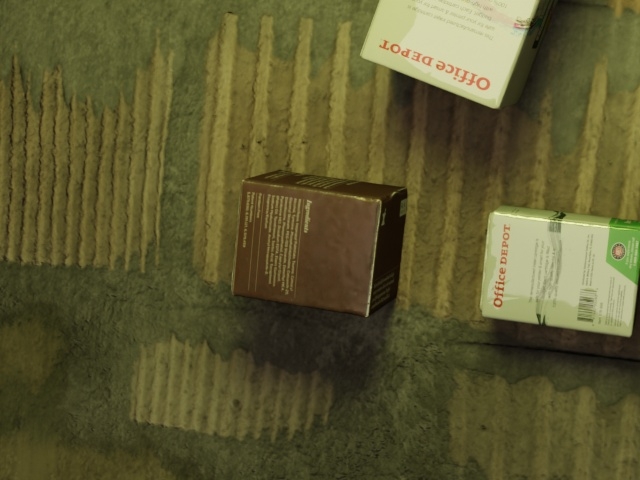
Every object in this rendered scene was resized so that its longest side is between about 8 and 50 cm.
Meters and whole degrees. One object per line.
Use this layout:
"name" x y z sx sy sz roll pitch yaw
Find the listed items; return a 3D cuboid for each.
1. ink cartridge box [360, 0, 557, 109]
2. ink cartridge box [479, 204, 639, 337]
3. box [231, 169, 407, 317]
"ink cartridge box" 0.205 -0.333 1.863 0.198 0.197 0.270 23 103 12
"ink cartridge box" 0.332 0.039 1.937 0.208 0.087 0.153 8 100 15
"box" 0.000 0.000 1.988 0.203 0.168 0.167 9 99 16
